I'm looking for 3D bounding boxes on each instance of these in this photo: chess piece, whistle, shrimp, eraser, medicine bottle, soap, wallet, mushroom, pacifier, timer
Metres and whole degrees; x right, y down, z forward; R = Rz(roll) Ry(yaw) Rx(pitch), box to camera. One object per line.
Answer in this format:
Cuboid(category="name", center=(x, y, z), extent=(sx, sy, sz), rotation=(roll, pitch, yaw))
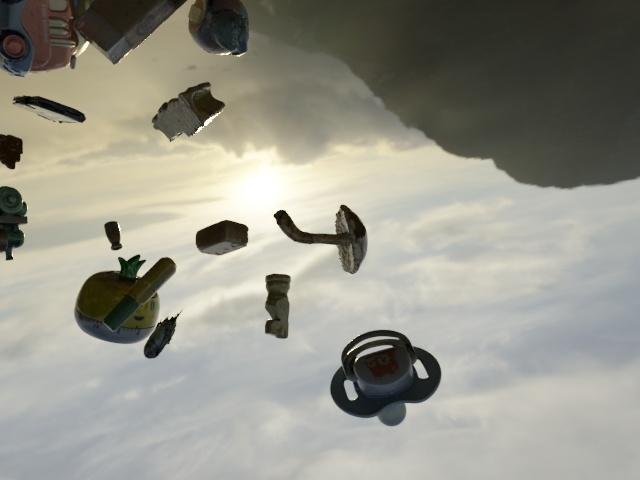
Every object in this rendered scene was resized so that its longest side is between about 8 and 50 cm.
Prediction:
Cuboid(category="chess piece", center=(-0.137, 0.212, 1.913), extent=(0.090, 0.201, 0.090), rotation=(-1, 162, 0))
Cuboid(category="whistle", center=(-0.264, -0.610, 1.725), extent=(0.189, 0.189, 0.348), rotation=(-16, -143, -24))
Cuboid(category="shrimp", center=(-0.594, 0.352, 2.288), extent=(0.090, 0.079, 0.233), rotation=(18, -119, 33))
Cuboid(category="eraser", center=(-0.481, -0.637, 1.591), extent=(0.343, 0.144, 0.078), rotation=(-48, 170, -10))
Cuboid(category="medicine bottle", center=(-0.524, 0.154, 1.736), extent=(0.260, 0.064, 0.095), rotation=(-49, -175, -26))
Cuboid(category="soap", center=(-0.545, -0.466, 2.297), extent=(0.304, 0.169, 0.339), rotation=(-35, -166, 13))
Cuboid(category="wallet", center=(-0.929, -0.447, 2.038), extent=(0.169, 0.044, 0.317), rotation=(22, 176, -40))
Cuboid(category="mushroom", center=(0.018, -0.005, 2.009), extent=(0.301, 0.233, 0.208), rotation=(3, -170, 20))
Cuboid(category="pacifier", center=(0.177, 0.399, 1.614), extent=(0.299, 0.233, 0.244), rotation=(-14, -152, -3))
Cuboid(category="timer", center=(-0.634, 0.168, 1.912), extent=(0.285, 0.285, 0.285), rotation=(-11, -170, 2))

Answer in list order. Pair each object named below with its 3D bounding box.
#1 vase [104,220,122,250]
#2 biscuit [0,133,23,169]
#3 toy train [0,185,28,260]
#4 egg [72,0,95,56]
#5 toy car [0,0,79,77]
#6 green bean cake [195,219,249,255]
Cuboid(category="vase", center=(-0.750, -0.016, 2.172), extent=(0.053, 0.101, 0.053), rotation=(-19, 162, -7))
Cuboid(category="biscuit", center=(-0.981, -0.287, 1.878), extent=(0.019, 0.120, 0.130), rotation=(-14, -153, 22))
Cuboid(category="toy train", center=(-0.991, -0.047, 1.729), extent=(0.150, 0.222, 0.304), rotation=(-10, 176, 31))
Cuboid(category="egg", center=(-0.744, -0.641, 1.616), extent=(0.258, 0.259, 0.352), rotation=(-17, 159, -27))
Cuboid(category="toy car", center=(-0.682, -0.526, 1.415), extent=(0.212, 0.271, 0.180), rotation=(-13, -157, -42))
Cuboid(category="green bean cake", center=(-0.344, -0.007, 2.087), extent=(0.179, 0.085, 0.109), rotation=(-17, 157, 38))
